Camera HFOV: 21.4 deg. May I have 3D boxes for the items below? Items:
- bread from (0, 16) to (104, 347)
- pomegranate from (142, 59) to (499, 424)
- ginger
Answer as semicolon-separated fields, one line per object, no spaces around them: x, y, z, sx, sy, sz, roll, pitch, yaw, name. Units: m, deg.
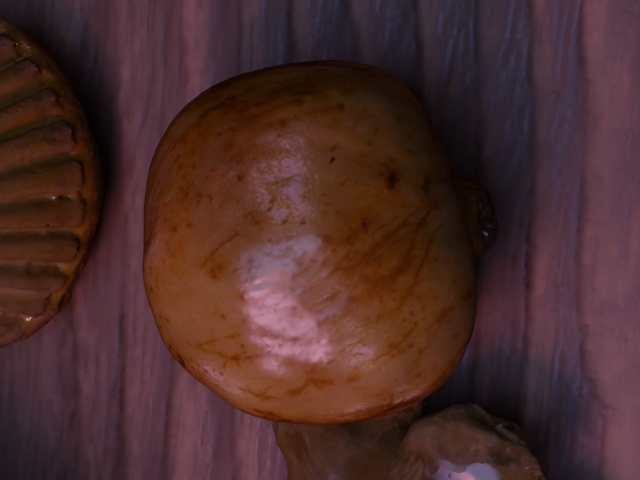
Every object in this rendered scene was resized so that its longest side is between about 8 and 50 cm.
-0.293;-0.041;1.225;0.274;0.149;0.274;5;104;22;bread
0.000;0.000;1.091;0.248;0.248;0.248;2;98;18;pomegranate
0.049;0.177;1.150;0.219;0.123;0.270;-37;84;22;ginger
